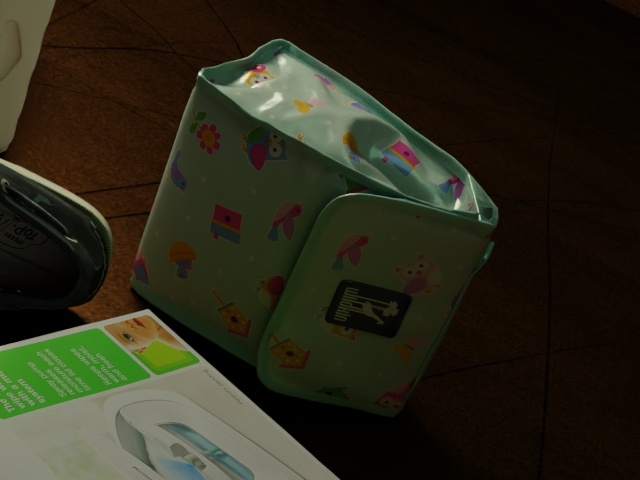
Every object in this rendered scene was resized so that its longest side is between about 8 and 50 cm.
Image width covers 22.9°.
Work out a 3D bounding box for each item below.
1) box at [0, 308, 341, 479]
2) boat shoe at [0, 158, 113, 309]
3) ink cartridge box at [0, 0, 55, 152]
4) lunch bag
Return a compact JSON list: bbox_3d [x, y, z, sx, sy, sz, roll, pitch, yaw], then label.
[{"bbox_3d":[-0.120,0.182,0.961,0.262,0.127,0.231,39,28,26],"label":"box"},{"bbox_3d":[-0.319,-0.028,1.186,0.340,0.127,0.113,28,13,-14],"label":"boat shoe"},{"bbox_3d":[-0.318,-0.243,1.498,0.117,0.207,0.283,15,27,-15],"label":"ink cartridge box"},{"bbox_3d":[0.000,0.000,1.290,0.262,0.223,0.160,35,33,17],"label":"lunch bag"}]
